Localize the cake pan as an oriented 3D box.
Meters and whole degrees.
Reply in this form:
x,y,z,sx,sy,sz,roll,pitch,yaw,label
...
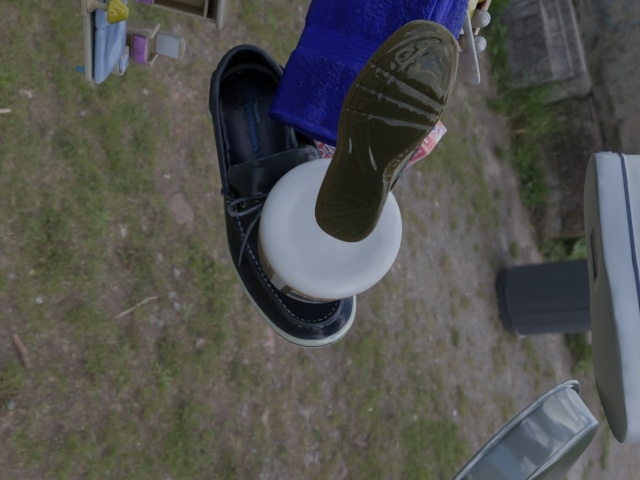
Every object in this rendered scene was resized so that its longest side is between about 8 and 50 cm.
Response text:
x,y,z,sx,sy,sz,roll,pitch,yaw,label
0.228,0.292,0.867,0.293,0.054,0.293,-31,146,-24,cake pan

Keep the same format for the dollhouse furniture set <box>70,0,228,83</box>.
x,y,z,sx,sy,sz,roll,pitch,yaw,label
-0.297,-0.363,1.278,0.286,0.198,0.303,107,-3,-45,dollhouse furniture set

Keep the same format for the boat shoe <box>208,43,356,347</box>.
x,y,z,sx,sy,sz,roll,pitch,yaw,label
-0.070,-0.077,1.117,0.156,0.187,0.500,100,-25,-75,boat shoe

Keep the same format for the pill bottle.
x,y,z,sx,sy,sz,roll,pitch,yaw,label
0.000,0.000,0.922,0.278,0.162,0.162,134,-50,-82,pill bottle

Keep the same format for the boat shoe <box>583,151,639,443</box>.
x,y,z,sx,sy,sz,roll,pitch,yaw,label
0.286,0.042,0.631,0.096,0.088,0.267,75,19,-58,boat shoe

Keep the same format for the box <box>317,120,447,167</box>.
x,y,z,sx,sy,sz,roll,pitch,yaw,label
0.073,-0.173,1.406,0.154,0.300,0.142,52,36,-9,box

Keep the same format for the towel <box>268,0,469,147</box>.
x,y,z,sx,sy,sz,roll,pitch,yaw,label
0.069,-0.277,1.007,0.308,0.228,0.076,-68,162,3,towel

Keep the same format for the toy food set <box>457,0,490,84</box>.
x,y,z,sx,sy,sz,roll,pitch,yaw,label
0.303,-0.468,1.299,0.306,0.092,0.219,-66,150,-26,toy food set

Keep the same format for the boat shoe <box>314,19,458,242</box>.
x,y,z,sx,sy,sz,roll,pitch,yaw,label
0.055,-0.100,0.646,0.073,0.080,0.223,-71,-177,-54,boat shoe
